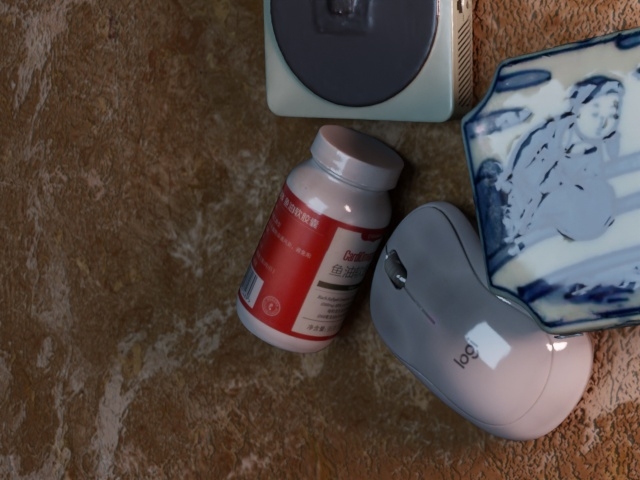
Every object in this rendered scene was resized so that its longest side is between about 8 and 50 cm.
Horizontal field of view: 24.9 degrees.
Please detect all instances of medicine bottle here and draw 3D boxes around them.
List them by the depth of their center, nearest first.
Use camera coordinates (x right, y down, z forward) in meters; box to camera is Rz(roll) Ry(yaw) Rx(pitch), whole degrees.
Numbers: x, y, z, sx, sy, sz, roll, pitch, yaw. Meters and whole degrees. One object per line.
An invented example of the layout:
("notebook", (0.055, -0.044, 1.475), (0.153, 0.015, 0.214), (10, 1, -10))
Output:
("medicine bottle", (0.000, 0.000, 1.682), (0.131, 0.131, 0.250), (39, 115, 31))

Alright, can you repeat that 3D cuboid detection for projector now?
("projector", (0.055, -0.267, 1.649), (0.259, 0.079, 0.257), (6, 103, 36))

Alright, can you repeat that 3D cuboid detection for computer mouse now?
("computer mouse", (0.155, 0.090, 1.569), (0.297, 0.121, 0.184), (46, 121, 27))

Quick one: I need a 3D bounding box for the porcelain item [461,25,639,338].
("porcelain item", (0.291, -0.056, 1.392), (0.281, 0.157, 0.285), (-9, 87, 25))
